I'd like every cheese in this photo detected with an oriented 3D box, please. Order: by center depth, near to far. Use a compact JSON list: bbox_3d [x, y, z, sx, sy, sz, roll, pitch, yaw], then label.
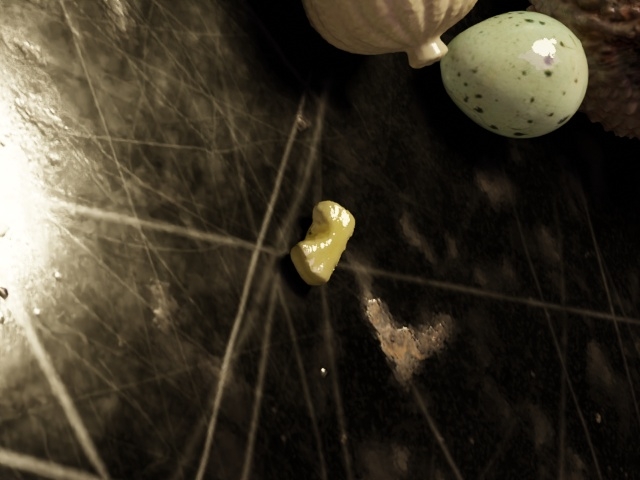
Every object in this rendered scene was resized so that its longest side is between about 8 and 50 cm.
[{"bbox_3d":[0.000,0.000,1.446,0.044,0.030,0.083,52,43,-27],"label":"cheese"}]

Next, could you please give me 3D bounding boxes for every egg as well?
[{"bbox_3d":[0.192,-0.171,1.704,0.164,0.131,0.131,13,59,-39],"label":"egg"}]

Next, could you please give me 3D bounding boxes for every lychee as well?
[{"bbox_3d":[0.371,-0.254,1.852,0.300,0.300,0.300,29,49,-39],"label":"lychee"}]

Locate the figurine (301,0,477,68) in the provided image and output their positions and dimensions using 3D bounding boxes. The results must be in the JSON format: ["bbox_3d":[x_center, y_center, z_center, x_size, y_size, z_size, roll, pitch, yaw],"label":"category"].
[{"bbox_3d":[0.011,-0.309,1.559,0.332,0.204,0.185,39,36,12],"label":"figurine"}]
